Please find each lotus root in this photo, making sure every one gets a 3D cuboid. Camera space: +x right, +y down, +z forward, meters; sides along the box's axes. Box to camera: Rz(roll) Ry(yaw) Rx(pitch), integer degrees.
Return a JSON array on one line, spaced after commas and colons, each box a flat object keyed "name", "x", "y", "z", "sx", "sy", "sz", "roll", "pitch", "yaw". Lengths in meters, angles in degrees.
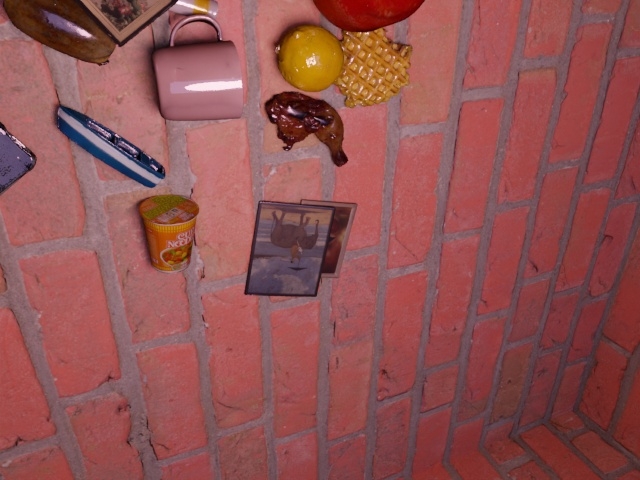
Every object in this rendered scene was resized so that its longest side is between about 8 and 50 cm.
[{"name": "lotus root", "x": -0.579, "y": -0.488, "z": 1.141, "sx": 0.241, "sy": 0.123, "sz": 0.124, "roll": 20, "pitch": 96, "yaw": -36}]

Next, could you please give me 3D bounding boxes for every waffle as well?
[{"name": "waffle", "x": 0.159, "y": -0.533, "z": 1.522, "sx": 0.291, "sy": 0.051, "sz": 0.291, "roll": -13, "pitch": 123, "yaw": -20}]

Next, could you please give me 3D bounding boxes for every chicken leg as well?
[{"name": "chicken leg", "x": -0.024, "y": -0.334, "z": 1.529, "sx": 0.322, "sy": 0.083, "sz": 0.177, "roll": 12, "pitch": 119, "yaw": -29}]

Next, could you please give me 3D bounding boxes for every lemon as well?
[{"name": "lemon", "x": -0.024, "y": -0.492, "z": 1.382, "sx": 0.206, "sy": 0.173, "sz": 0.173, "roll": 11, "pitch": 111, "yaw": -47}]

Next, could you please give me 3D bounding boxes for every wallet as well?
[{"name": "wallet", "x": -0.844, "y": -0.248, "z": 1.184, "sx": 0.172, "sy": 0.045, "sz": 0.318, "roll": -39, "pitch": 126, "yaw": 1}]

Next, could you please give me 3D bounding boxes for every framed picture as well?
[{"name": "framed picture", "x": 0.000, "y": 0.000, "z": 1.747, "sx": 0.211, "sy": 0.020, "sz": 0.289, "roll": 3, "pitch": 115, "yaw": -26}, {"name": "framed picture", "x": -0.103, "y": 0.038, "z": 1.698, "sx": 0.265, "sy": 0.016, "sz": 0.347, "roll": 4, "pitch": 114, "yaw": -20}, {"name": "framed picture", "x": -0.454, "y": -0.567, "z": 1.143, "sx": 0.195, "sy": 0.010, "sz": 0.199, "roll": 47, "pitch": 69, "yaw": -20}]

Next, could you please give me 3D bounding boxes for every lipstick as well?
[{"name": "lipstick", "x": -0.382, "y": -0.589, "z": 1.222, "sx": 0.264, "sy": 0.059, "sz": 0.059, "roll": 6, "pitch": 113, "yaw": -29}]

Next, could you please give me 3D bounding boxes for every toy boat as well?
[{"name": "toy boat", "x": -0.541, "y": -0.238, "z": 1.311, "sx": 0.299, "sy": 0.096, "sz": 0.062, "roll": 36, "pitch": 106, "yaw": -33}]

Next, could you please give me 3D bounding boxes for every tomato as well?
[{"name": "tomato", "x": 0.128, "y": -0.690, "z": 1.288, "sx": 0.325, "sy": 0.293, "sz": 0.290, "roll": -25, "pitch": 112, "yaw": -24}]

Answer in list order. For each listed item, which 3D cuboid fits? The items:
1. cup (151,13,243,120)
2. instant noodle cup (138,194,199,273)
[{"name": "cup", "x": -0.314, "y": -0.426, "z": 1.268, "sx": 0.200, "sy": 0.191, "sz": 0.253, "roll": -9, "pitch": 111, "yaw": -18}, {"name": "instant noodle cup", "x": -0.432, "y": -0.013, "z": 1.455, "sx": 0.168, "sy": 0.168, "sz": 0.185, "roll": -6, "pitch": 125, "yaw": -23}]
